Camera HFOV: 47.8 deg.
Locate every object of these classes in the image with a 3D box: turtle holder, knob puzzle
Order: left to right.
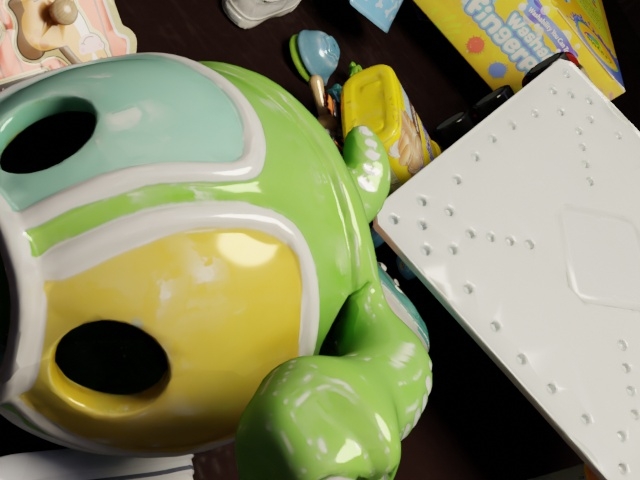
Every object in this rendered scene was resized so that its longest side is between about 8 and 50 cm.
[{"bbox_3d":[-0.212,-0.120,0.521,0.213,0.030,0.213,-12,107,-41],"label":"knob puzzle"},{"bbox_3d":[-0.093,0.033,0.431,0.227,0.243,0.320,-8,61,-50],"label":"turtle holder"}]

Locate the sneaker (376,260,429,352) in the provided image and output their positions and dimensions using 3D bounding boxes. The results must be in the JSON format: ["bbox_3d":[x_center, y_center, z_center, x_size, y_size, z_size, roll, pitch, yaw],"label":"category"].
[{"bbox_3d":[0.000,0.000,0.680,0.302,0.108,0.121,44,43,-14],"label":"sneaker"}]

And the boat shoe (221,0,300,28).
[{"bbox_3d":[-0.055,-0.317,0.883,0.066,0.063,0.184,52,38,-6],"label":"boat shoe"}]

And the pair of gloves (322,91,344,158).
[{"bbox_3d":[0.024,-0.116,0.800,0.074,0.010,0.083,33,45,-56],"label":"pair of gloves"}]

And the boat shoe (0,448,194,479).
[{"bbox_3d":[-0.155,0.163,0.410,0.226,0.083,0.076,2,61,-48],"label":"boat shoe"}]

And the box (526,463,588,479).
[{"bbox_3d":[0.343,0.313,0.800,0.186,0.145,0.038,44,38,-17],"label":"box"}]

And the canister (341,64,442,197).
[{"bbox_3d":[0.088,-0.102,0.830,0.170,0.073,0.126,48,33,-49],"label":"canister"}]

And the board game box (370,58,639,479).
[{"bbox_3d":[0.292,0.028,0.779,0.390,0.050,0.390,48,56,5],"label":"board game box"}]

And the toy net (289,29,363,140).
[{"bbox_3d":[0.011,-0.148,0.858,0.122,0.045,0.232,42,40,-43],"label":"toy net"}]

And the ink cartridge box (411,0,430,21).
[{"bbox_3d":[0.197,-0.482,1.298,0.206,0.045,0.208,-13,75,-51],"label":"ink cartridge box"}]

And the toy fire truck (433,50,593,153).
[{"bbox_3d":[0.293,-0.166,1.057,0.158,0.217,0.246,55,21,-11],"label":"toy fire truck"}]

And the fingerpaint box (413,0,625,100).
[{"bbox_3d":[0.286,-0.438,1.186,0.445,0.163,0.371,41,37,-21],"label":"fingerpaint box"}]

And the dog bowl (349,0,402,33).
[{"bbox_3d":[-0.001,-0.389,0.936,0.297,0.074,0.166,32,18,-29],"label":"dog bowl"}]
